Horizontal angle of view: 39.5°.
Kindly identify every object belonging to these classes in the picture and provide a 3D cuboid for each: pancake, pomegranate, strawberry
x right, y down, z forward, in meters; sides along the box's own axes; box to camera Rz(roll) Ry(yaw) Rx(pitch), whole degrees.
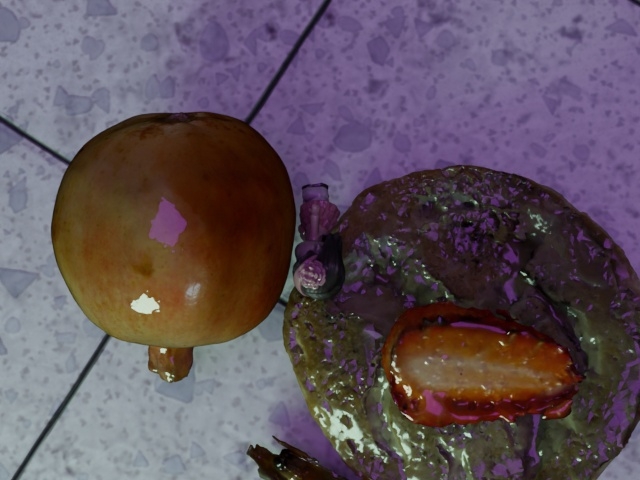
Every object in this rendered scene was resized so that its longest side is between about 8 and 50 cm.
[{"bbox_3d":[0.153,0.104,0.940,0.386,0.082,0.387,-2,79,10],"label":"pancake"},{"bbox_3d":[-0.141,0.007,0.897,0.229,0.252,0.270,4,105,14],"label":"pomegranate"},{"bbox_3d":[0.152,0.121,0.862,0.188,0.082,0.121,9,106,3],"label":"strawberry"}]

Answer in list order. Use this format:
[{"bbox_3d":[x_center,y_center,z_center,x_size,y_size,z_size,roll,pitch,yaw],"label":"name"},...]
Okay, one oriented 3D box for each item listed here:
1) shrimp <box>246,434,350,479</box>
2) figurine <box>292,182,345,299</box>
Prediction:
[{"bbox_3d":[0.027,0.325,0.941,0.287,0.063,0.152,33,110,15],"label":"shrimp"},{"bbox_3d":[0.000,0.000,0.925,0.054,0.072,0.129,2,61,3],"label":"figurine"}]
